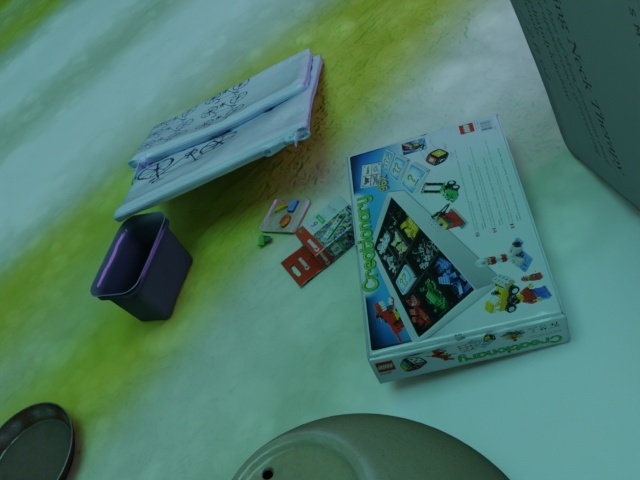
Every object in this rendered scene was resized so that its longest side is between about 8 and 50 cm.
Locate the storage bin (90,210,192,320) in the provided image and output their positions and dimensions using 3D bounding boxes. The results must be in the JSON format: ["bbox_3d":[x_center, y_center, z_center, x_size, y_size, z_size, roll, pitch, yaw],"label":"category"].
[{"bbox_3d":[-0.241,0.044,1.039,0.098,0.091,0.135,-7,49,30],"label":"storage bin"}]

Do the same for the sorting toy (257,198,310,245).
[{"bbox_3d":[-0.055,-0.025,1.031,0.062,0.012,0.083,5,56,37],"label":"sorting toy"}]

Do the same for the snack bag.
[{"bbox_3d":[-0.152,-0.166,1.139,0.323,0.037,0.343,-22,27,15],"label":"snack bag"}]

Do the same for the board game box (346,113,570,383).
[{"bbox_3d":[0.135,-0.004,0.833,0.192,0.053,0.305,-15,46,12],"label":"board game box"}]

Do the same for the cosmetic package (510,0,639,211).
[{"bbox_3d":[0.370,-0.209,0.614,0.327,0.329,0.394,-29,28,8],"label":"cosmetic package"}]

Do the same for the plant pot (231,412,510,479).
[{"bbox_3d":[0.020,0.252,0.600,0.284,0.191,0.284,-19,45,20],"label":"plant pot"}]

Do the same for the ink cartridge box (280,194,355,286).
[{"bbox_3d":[0.000,0.000,0.958,0.115,0.029,0.063,-39,42,-4],"label":"ink cartridge box"}]

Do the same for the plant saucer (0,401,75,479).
[{"bbox_3d":[-0.373,0.287,0.960,0.168,0.029,0.169,-18,45,19],"label":"plant saucer"}]
